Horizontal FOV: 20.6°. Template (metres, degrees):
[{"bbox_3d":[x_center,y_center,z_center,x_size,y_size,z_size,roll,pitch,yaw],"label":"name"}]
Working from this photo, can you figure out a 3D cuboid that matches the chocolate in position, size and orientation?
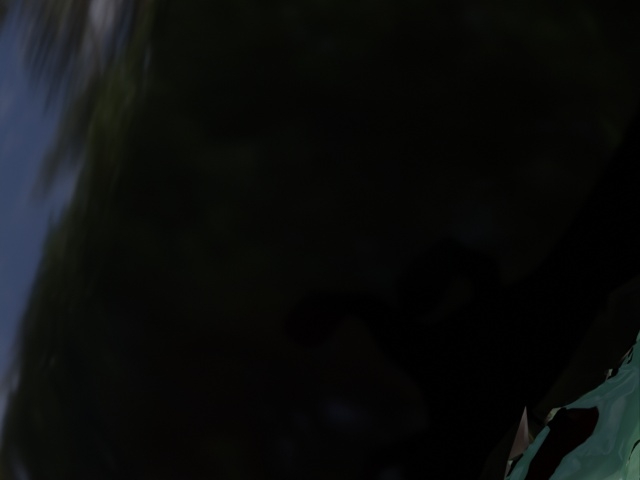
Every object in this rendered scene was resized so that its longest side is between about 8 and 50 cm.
[{"bbox_3d":[0.000,0.000,0.553,0.283,0.284,0.186,-6,-18,15],"label":"chocolate"}]
